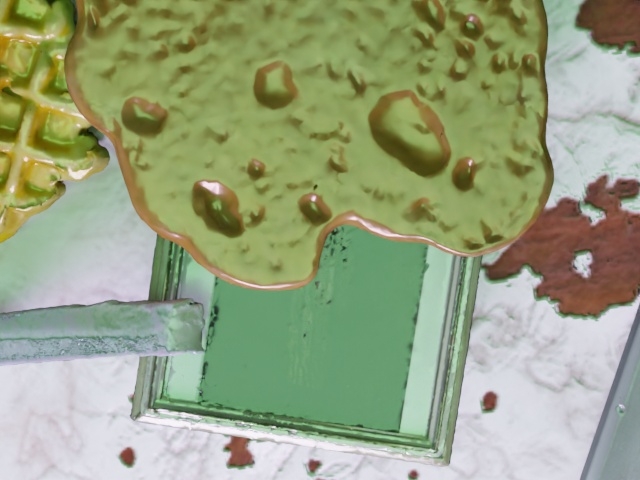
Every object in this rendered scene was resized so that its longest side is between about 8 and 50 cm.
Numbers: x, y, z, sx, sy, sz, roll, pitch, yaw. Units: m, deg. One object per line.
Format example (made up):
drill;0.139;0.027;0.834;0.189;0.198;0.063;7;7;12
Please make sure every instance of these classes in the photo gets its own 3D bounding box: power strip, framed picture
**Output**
power strip;0.247;0.090;1.055;0.060;0.027;0.252;15;105;-1
framed picture;0.000;0.000;1.016;0.231;0.018;0.293;8;94;0

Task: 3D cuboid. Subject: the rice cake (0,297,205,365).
rice cake;-0.175;0.065;1.023;0.211;0.034;0.043;-6;91;25

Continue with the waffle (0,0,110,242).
waffle;-0.284;-0.103;1.007;0.261;0.056;0.250;-29;102;11

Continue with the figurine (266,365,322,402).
figurine;-0.039;0.091;1.059;0.083;0.047;0.050;-20;88;5

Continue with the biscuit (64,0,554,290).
biscuit;-0.006;-0.127;0.969;0.312;0.057;0.351;-29;93;3
